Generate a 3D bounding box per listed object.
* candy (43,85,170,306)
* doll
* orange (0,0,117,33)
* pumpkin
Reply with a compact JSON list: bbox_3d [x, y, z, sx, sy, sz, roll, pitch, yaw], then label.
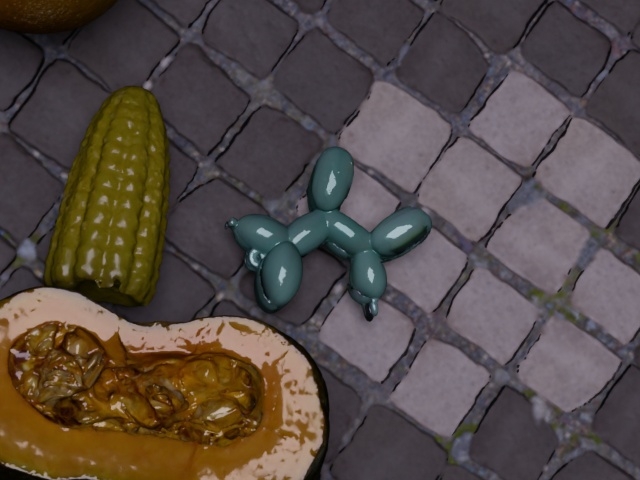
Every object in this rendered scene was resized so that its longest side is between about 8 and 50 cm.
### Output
[{"bbox_3d":[-0.175,-0.041,1.587,0.094,0.106,0.199,18,71,-22],"label":"candy"},{"bbox_3d":[0.000,0.000,1.626,0.159,0.059,0.159,32,76,-3],"label":"doll"},{"bbox_3d":[-0.245,-0.285,1.556,0.236,0.236,0.236,2,79,-8],"label":"orange"},{"bbox_3d":[-0.155,0.165,1.531,0.317,0.139,0.222,11,75,-7],"label":"pumpkin"}]
